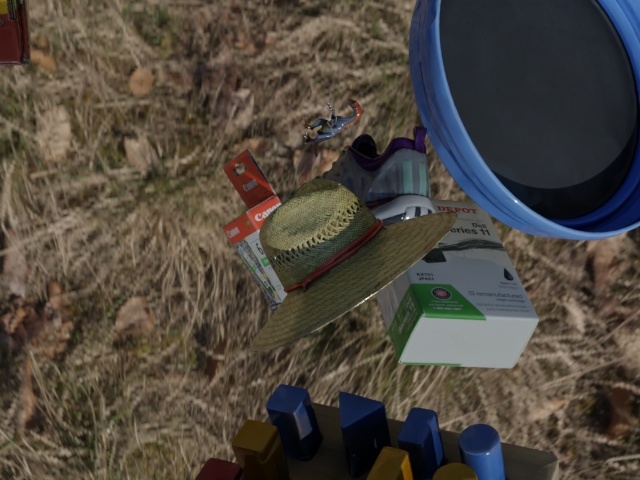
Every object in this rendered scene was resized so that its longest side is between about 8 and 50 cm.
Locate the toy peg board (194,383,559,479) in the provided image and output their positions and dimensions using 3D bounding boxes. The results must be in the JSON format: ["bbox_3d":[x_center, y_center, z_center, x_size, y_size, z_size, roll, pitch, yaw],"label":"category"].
[{"bbox_3d":[0.012,0.128,0.527,0.161,0.079,0.161,8,43,25],"label":"toy peg board"}]

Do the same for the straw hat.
[{"bbox_3d":[0.000,0.000,0.625,0.144,0.144,0.061,-36,96,-19],"label":"straw hat"}]

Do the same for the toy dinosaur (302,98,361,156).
[{"bbox_3d":[0.018,-0.154,1.457,0.082,0.090,0.047,-10,66,13],"label":"toy dinosaur"}]

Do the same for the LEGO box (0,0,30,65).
[{"bbox_3d":[-0.471,-0.309,0.790,0.500,0.372,0.193,-3,57,-13],"label":"LEGO box"}]

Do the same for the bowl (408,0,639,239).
[{"bbox_3d":[0.268,-0.189,1.285,0.391,0.077,0.391,7,76,-30],"label":"bowl"}]

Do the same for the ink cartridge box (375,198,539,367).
[{"bbox_3d":[0.145,0.045,1.327,0.153,0.087,0.208,3,41,-20],"label":"ink cartridge box"}]

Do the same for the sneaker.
[{"bbox_3d":[0.022,-0.043,1.044,0.083,0.223,0.098,15,75,-42],"label":"sneaker"}]

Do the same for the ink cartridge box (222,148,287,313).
[{"bbox_3d":[-0.042,-0.004,0.806,0.029,0.063,0.115,-32,93,-23],"label":"ink cartridge box"}]
